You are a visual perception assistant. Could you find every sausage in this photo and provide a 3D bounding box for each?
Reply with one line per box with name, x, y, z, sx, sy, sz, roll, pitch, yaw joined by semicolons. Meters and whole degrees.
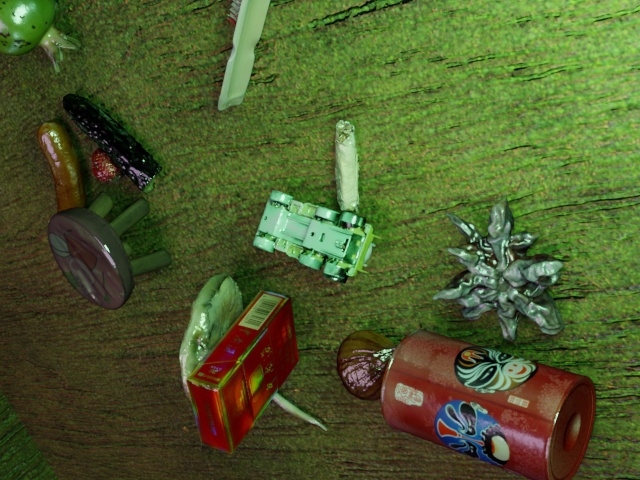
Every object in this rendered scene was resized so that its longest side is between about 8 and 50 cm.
sausage;-0.644;-0.161;2.218;0.103;0.076;0.302;25;135;26

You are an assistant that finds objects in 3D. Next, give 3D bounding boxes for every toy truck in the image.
toy truck;-0.004;-0.001;1.704;0.260;0.135;0.128;19;88;34

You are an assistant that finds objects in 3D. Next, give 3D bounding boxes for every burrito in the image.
burrito;0.049;-0.132;1.620;0.045;0.041;0.185;-4;127;-3

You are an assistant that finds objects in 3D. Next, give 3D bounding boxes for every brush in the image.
brush;-0.145;-0.368;1.597;0.050;0.060;0.321;48;143;22

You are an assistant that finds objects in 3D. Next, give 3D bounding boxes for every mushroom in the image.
mushroom;-0.107;0.371;2.178;0.306;0.043;0.068;44;166;4

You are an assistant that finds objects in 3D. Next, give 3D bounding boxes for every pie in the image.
pie;-0.237;0.229;1.995;0.075;0.337;0.337;3;127;11

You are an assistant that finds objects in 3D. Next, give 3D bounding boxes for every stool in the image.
stool;-0.519;0.015;2.161;0.272;0.178;0.272;25;135;27

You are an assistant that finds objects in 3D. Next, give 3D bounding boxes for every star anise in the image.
star anise;0.305;0.063;1.481;0.212;0.129;0.282;5;130;21

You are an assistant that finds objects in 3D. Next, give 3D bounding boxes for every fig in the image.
fig;0.134;0.242;1.780;0.201;0.133;0.146;-24;112;41

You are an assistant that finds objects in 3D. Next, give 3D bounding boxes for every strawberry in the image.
strawberry;-0.499;-0.179;2.072;0.096;0.083;0.083;41;141;21

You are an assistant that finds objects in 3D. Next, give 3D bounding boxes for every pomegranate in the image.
pomegranate;-0.632;-0.467;1.902;0.224;0.181;0.181;39;146;-23

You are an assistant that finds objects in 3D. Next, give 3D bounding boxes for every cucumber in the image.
cucumber;-0.479;-0.236;2.006;0.303;0.072;0.081;45;141;7

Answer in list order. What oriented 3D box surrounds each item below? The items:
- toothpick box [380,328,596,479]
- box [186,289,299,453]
toothpick box;0.301;0.297;1.598;0.333;0.204;0.204;13;129;37
box;-0.160;0.282;1.926;0.089;0.313;0.197;14;130;24
